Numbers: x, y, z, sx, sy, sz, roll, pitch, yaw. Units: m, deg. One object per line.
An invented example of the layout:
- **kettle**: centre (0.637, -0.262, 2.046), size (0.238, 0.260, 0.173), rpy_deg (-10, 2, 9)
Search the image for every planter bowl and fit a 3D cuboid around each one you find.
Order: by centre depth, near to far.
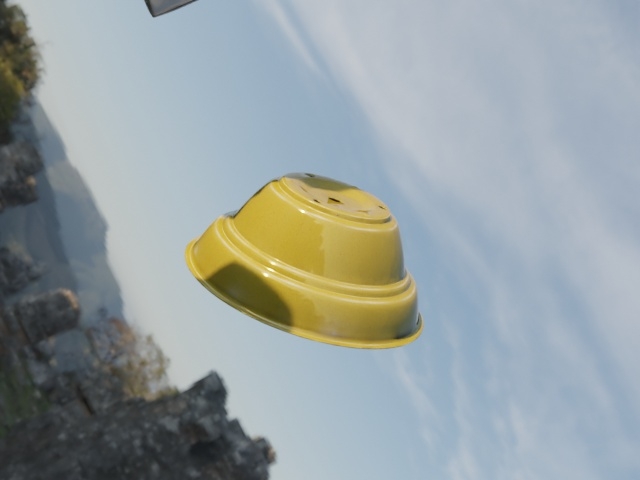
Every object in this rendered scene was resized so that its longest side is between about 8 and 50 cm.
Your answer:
- **planter bowl**: centre (0.000, 0.000, 0.815), size (0.217, 0.217, 0.090), rpy_deg (46, -57, 54)

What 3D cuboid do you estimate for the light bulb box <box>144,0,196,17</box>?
- **light bulb box**: centre (-0.184, -0.507, 1.244), size (0.358, 0.225, 0.361), rpy_deg (-120, -171, -71)
